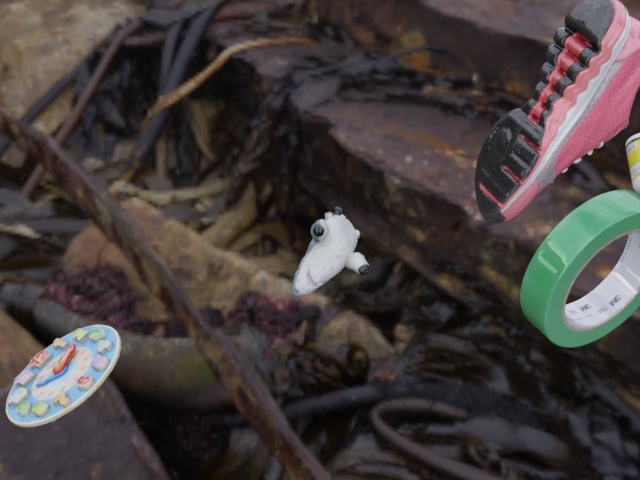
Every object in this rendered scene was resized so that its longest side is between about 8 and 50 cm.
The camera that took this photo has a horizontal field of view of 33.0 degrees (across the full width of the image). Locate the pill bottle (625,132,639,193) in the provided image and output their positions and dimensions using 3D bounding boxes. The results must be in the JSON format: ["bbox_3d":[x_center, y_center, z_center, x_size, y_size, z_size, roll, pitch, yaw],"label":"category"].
[{"bbox_3d":[0.541,-0.114,1.769,0.065,0.065,0.116,1,66,-7],"label":"pill bottle"}]

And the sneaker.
[{"bbox_3d":[0.313,-0.138,1.335,0.136,0.314,0.116,20,26,-26],"label":"sneaker"}]

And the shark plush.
[{"bbox_3d":[0.000,0.000,1.151,0.073,0.067,0.161,36,23,-22],"label":"shark plush"}]

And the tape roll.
[{"bbox_3d":[0.530,0.057,2.061,0.321,0.321,0.077,-19,44,-27],"label":"tape roll"}]

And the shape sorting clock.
[{"bbox_3d":[-0.397,0.204,1.660,0.206,0.040,0.206,-27,27,15],"label":"shape sorting clock"}]
